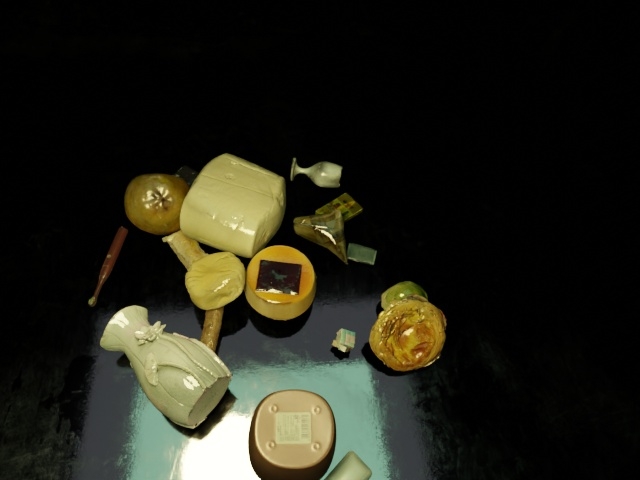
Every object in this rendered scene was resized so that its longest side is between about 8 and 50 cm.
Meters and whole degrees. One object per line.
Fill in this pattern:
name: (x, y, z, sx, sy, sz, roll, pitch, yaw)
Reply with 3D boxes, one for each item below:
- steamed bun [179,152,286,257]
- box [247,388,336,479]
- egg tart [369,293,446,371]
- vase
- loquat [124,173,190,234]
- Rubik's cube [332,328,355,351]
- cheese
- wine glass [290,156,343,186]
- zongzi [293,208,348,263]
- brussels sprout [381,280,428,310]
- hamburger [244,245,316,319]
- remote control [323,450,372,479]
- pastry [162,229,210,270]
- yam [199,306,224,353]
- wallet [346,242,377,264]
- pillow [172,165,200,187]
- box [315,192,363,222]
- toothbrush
steamed bun: (-0.338, -0.123, 1.760, 0.371, 0.290, 0.456, 22, 40, 1)
box: (-0.083, 0.606, 1.334, 0.301, 0.216, 0.301, 4, 55, -6)
egg tart: (0.325, 0.340, 1.598, 0.297, 0.132, 0.297, 0, 94, 1)
vase: (-0.521, 0.401, 1.412, 0.445, 0.250, 0.250, 31, 57, 20)
loquat: (-0.654, -0.147, 1.744, 0.276, 0.284, 0.276, 0, 90, -17)
Rubik's cube: (0.087, 0.381, 1.600, 0.075, 0.073, 0.084, 33, 51, -4)
cheese: (-0.388, 0.140, 1.581, 0.226, 0.117, 0.214, -30, 48, -7)
wine glass: (-0.019, -0.322, 2.042, 0.241, 0.126, 0.126, 11, 55, 3)
zongzi: (0.000, 0.000, 1.842, 0.221, 0.112, 0.242, -7, 75, 4)
brussels sprout: (0.337, 0.232, 1.696, 0.183, 0.145, 0.131, 17, 28, -1)
hamburger: (-0.152, 0.163, 1.654, 0.300, 0.176, 0.300, 4, 59, -7)
remote control: (0.034, 0.794, 1.315, 0.103, 0.051, 0.293, 41, 61, 19)
pastry: (-0.521, 0.052, 1.737, 0.121, 0.089, 0.258, -39, 69, -17)
yam: (-0.406, 0.271, 1.610, 0.081, 0.081, 0.356, 5, 56, -3)
wallet: (0.177, 0.060, 1.858, 0.129, 0.026, 0.088, 15, 51, 4)
pillow: (-0.642, -0.258, 1.963, 0.141, 0.055, 0.208, 32, 58, 5)
box: (0.088, -0.136, 1.982, 0.193, 0.030, 0.121, -33, 65, -25)
toothbrush: (-0.845, 0.098, 1.697, 0.041, 0.041, 0.364, 7, 55, -2)
